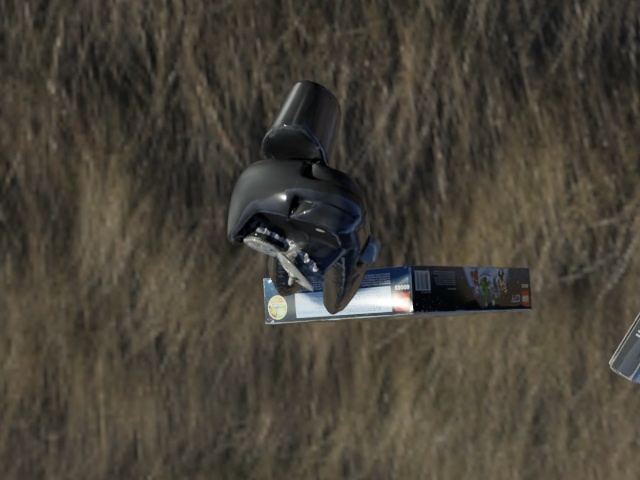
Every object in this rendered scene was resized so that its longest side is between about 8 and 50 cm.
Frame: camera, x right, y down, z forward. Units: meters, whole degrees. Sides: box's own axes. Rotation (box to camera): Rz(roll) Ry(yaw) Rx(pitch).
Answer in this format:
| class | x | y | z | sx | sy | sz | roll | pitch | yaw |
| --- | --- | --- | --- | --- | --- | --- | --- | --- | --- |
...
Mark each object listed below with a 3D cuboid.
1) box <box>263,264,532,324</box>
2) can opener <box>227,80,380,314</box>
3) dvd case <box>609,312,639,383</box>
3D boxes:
| class | x | y | z | sx | sy | sz | roll | pitch | yaw |
| --- | --- | --- | --- | --- | --- | --- | --- | --- | --- |
| box | 0.078 | 0.052 | 1.275 | 0.159 | 0.044 | 0.233 | -7 | 174 | 35 |
| can opener | 0.000 | 0.000 | 0.583 | 0.059 | 0.073 | 0.186 | 27 | 164 | 12 |
| dvd case | 0.358 | 0.062 | 1.259 | 0.179 | 0.029 | 0.238 | -60 | 151 | 5 |
